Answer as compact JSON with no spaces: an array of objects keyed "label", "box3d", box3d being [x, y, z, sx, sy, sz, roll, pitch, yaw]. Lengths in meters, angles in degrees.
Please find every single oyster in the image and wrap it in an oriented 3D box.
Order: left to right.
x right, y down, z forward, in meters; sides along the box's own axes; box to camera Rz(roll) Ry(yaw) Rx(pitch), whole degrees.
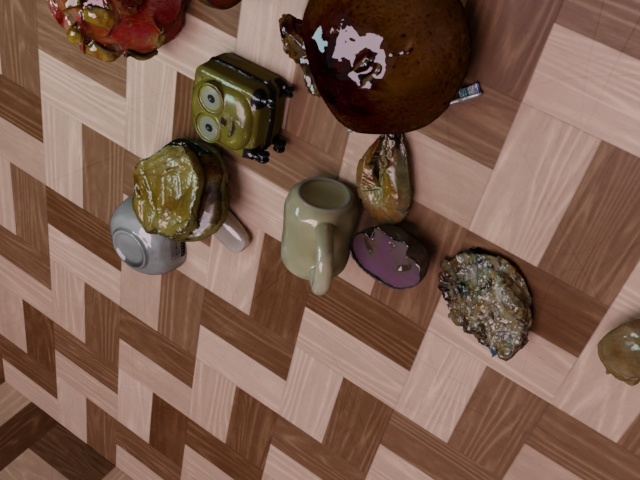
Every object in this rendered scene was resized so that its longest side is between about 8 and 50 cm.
[{"label":"oyster","box3d":[0.368,0.142,1.774,0.198,0.092,0.259,-17,105,40]}]

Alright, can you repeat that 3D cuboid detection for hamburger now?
[{"label":"hamburger","box3d":[-0.357,-0.131,2.083,0.285,0.134,0.265,13,106,38]}]

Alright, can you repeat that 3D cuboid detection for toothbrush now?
[{"label":"toothbrush","box3d":[0.186,-0.264,1.637,0.304,0.030,0.030,-14,110,31]}]

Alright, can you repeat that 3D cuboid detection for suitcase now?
[{"label":"suitcase","box3d":[-0.193,-0.307,1.855,0.235,0.143,0.193,29,134,20]}]

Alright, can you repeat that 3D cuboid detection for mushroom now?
[{"label":"mushroom","box3d":[0.114,-0.362,1.545,0.334,0.356,0.331,-24,96,3]},{"label":"mushroom","box3d":[0.166,0.027,1.827,0.188,0.117,0.141,27,121,19]}]

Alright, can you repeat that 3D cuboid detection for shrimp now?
[{"label":"shrimp","box3d":[0.141,-0.158,1.762,0.145,0.061,0.267,26,134,32]}]

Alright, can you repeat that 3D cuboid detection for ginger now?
[{"label":"ginger","box3d":[0.678,0.236,1.562,0.267,0.138,0.152,23,147,40]}]

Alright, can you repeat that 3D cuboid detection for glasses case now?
[{"label":"glasses case","box3d":[-0.271,-0.053,2.160,0.204,0.051,0.081,50,131,2]}]

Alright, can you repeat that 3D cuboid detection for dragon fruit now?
[{"label":"dragon fruit","box3d":[-0.493,-0.536,1.844,0.296,0.263,0.314,43,136,5]}]

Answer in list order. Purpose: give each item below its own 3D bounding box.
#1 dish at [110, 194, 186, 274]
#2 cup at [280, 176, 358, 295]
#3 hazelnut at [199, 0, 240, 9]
[{"label":"dish","box3d":[-0.523,0.000,2.351,0.256,0.117,0.256,21,131,27]},{"label":"cup","box3d":[-0.018,-0.007,1.847,0.173,0.255,0.202,19,131,11]},{"label":"hazelnut","box3d":[-0.199,-0.585,1.653,0.210,0.210,0.186,32,158,17]}]
